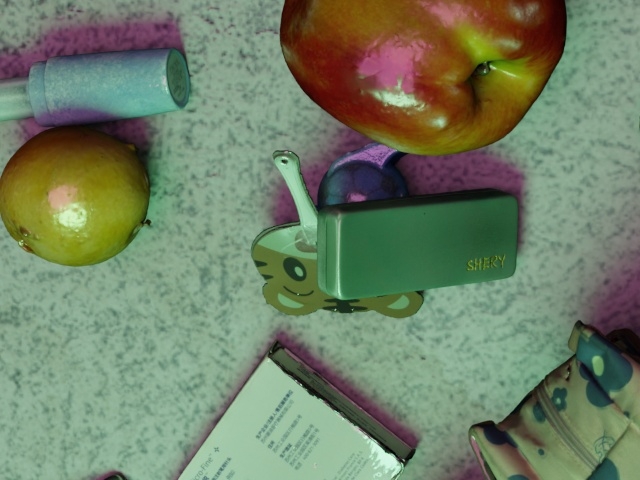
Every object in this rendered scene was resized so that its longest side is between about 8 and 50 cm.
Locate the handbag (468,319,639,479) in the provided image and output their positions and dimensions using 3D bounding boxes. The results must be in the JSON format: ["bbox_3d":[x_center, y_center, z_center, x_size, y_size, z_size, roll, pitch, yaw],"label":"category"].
[{"bbox_3d":[0.249,0.178,1.229,0.190,0.251,0.193,-44,72,13],"label":"handbag"}]

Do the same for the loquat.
[{"bbox_3d":[-0.224,-0.041,1.385,0.141,0.141,0.141,3,99,16],"label":"loquat"}]

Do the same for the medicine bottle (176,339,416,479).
[{"bbox_3d":[-0.034,0.223,1.417,0.171,0.052,0.201,37,107,8],"label":"medicine bottle"}]

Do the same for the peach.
[{"bbox_3d":[0.077,-0.179,1.229,0.244,0.243,0.199,9,135,15],"label":"peach"}]

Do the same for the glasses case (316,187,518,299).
[{"bbox_3d":[0.085,0.001,1.290,0.039,0.184,0.077,20,113,58],"label":"glasses case"}]

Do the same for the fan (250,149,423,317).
[{"bbox_3d":[0.000,0.000,1.319,0.153,0.008,0.226,0,140,18],"label":"fan"}]

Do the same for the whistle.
[{"bbox_3d":[0.055,-0.044,1.333,0.158,0.090,0.090,-21,93,11],"label":"whistle"}]

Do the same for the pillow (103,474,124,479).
[{"bbox_3d":[-0.248,0.288,1.487,0.136,0.055,0.091,-13,93,16],"label":"pillow"}]

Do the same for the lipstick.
[{"bbox_3d":[-0.261,-0.137,1.419,0.274,0.061,0.068,-5,93,17],"label":"lipstick"}]
